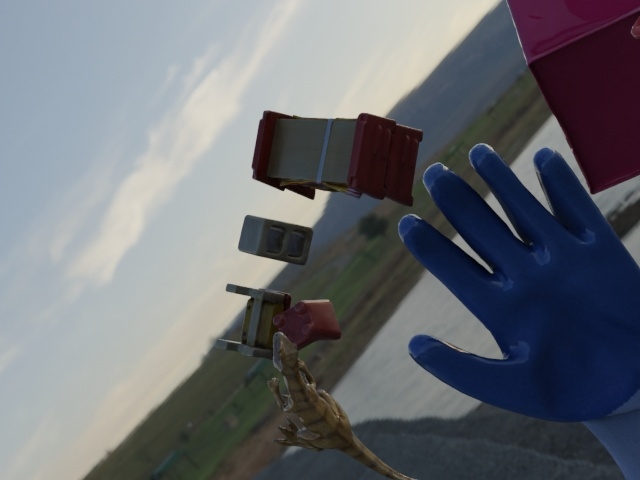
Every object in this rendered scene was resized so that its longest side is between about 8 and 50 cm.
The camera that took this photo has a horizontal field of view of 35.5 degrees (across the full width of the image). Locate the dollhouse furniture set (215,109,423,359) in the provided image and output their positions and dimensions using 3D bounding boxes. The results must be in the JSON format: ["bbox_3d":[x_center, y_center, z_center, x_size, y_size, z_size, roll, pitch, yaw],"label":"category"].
[{"bbox_3d":[0.000,0.000,1.469,0.152,0.201,0.374,13,-93,-51],"label":"dollhouse furniture set"}]

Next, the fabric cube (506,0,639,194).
[{"bbox_3d":[0.386,-0.264,1.242,0.254,0.259,0.258,-23,45,17],"label":"fabric cube"}]

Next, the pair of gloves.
[{"bbox_3d":[0.127,0.002,0.367,0.198,0.159,0.023,-39,12,7],"label":"pair of gloves"}]

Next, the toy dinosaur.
[{"bbox_3d":[0.010,0.170,0.893,0.064,0.211,0.112,-52,22,-20],"label":"toy dinosaur"}]
